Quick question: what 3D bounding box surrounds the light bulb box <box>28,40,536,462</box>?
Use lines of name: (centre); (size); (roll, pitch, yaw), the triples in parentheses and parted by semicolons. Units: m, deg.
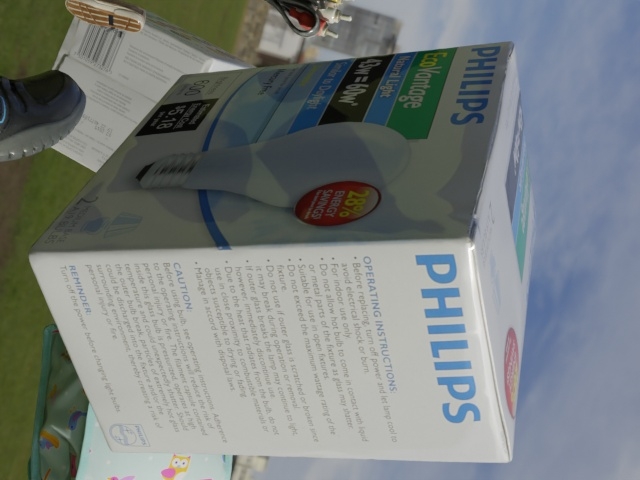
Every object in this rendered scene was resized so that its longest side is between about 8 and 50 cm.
light bulb box: (0.000, 0.000, 0.897); (0.358, 0.361, 0.225); (-67, 149, -53)

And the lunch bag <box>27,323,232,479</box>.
lunch bag: (-0.228, 0.241, 1.183); (0.160, 0.223, 0.262); (-1, -98, 47)

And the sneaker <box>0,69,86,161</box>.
sneaker: (-0.402, -0.152, 1.106); (0.341, 0.125, 0.139); (-40, 125, -52)

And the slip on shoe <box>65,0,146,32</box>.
slip on shoe: (-0.367, -0.397, 1.664); (0.051, 0.135, 0.041); (110, -8, -57)

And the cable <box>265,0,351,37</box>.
cable: (-0.080, -0.484, 1.981); (0.072, 0.287, 0.139); (73, 38, -64)

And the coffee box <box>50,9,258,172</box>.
coffee box: (-0.383, -0.315, 2.187); (0.338, 0.338, 0.334); (-63, 167, 12)
